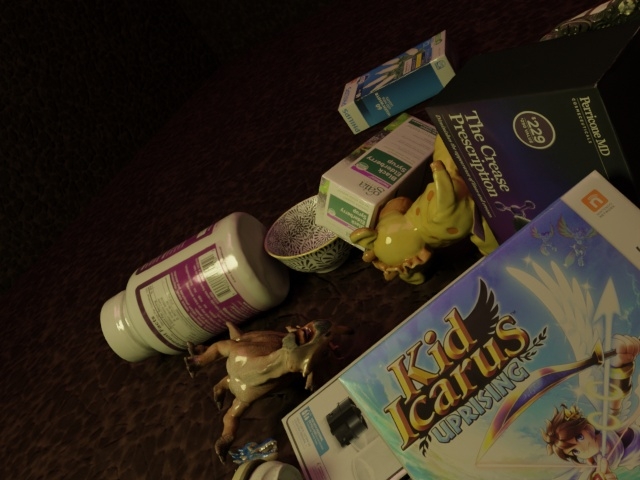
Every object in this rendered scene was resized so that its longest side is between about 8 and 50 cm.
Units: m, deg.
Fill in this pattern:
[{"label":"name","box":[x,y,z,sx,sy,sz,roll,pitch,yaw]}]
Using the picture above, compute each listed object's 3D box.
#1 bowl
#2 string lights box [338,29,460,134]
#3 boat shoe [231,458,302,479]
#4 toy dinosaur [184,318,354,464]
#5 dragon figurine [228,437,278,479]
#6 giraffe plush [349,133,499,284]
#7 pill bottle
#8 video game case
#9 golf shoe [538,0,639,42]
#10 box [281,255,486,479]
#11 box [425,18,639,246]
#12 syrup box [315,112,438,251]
[{"label":"bowl","box":[0.000,0.000,0.986,0.170,0.080,0.170,-21,31,14]},{"label":"string lights box","box":[0.174,-0.346,1.327,0.259,0.077,0.133,-22,32,28]},{"label":"boat shoe","box":[-0.015,0.318,0.463,0.103,0.113,0.302,-22,51,20]},{"label":"toy dinosaur","box":[-0.059,0.158,0.784,0.200,0.127,0.295,-23,7,-7]},{"label":"dragon figurine","box":[-0.132,0.337,0.619,0.289,0.085,0.144,-40,25,-14]},{"label":"giraffe plush","box":[0.142,-0.019,0.776,0.170,0.181,0.210,-33,8,33]},{"label":"pill bottle","box":[-0.216,0.090,1.015,0.301,0.169,0.169,-28,29,17]},{"label":"video game case","box":[0.191,0.119,0.452,0.269,0.061,0.244,-39,67,-3]},{"label":"golf shoe","box":[0.483,-0.352,0.949,0.272,0.105,0.120,-8,32,43]},{"label":"box","box":[0.116,0.160,0.601,0.290,0.087,0.169,-38,27,-1]},{"label":"box","box":[0.250,-0.061,0.593,0.184,0.261,0.103,4,47,53]},{"label":"syrup box","box":[0.100,-0.094,0.915,0.093,0.096,0.237,30,47,22]}]
